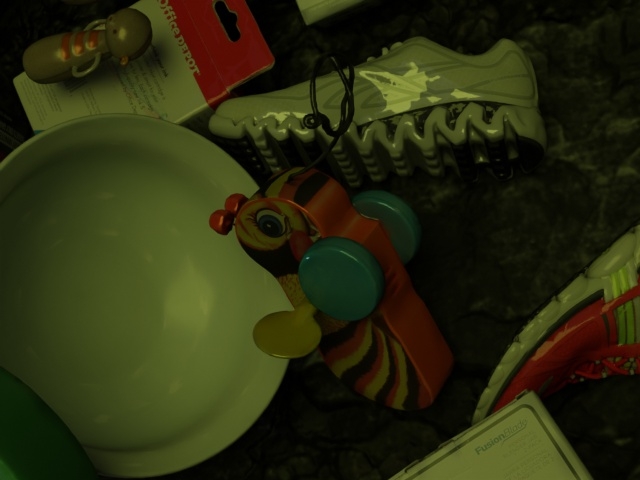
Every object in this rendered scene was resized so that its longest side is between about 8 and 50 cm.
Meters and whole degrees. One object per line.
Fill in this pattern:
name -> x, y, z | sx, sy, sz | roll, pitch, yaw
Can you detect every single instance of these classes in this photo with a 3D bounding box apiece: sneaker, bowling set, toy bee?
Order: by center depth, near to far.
sneaker -> 0.238, 0.073, 0.944 | 0.279, 0.107, 0.118 | -43, 79, 6
toy bee -> 0.000, 0.000, 0.981 | 0.162, 0.195, 0.298 | -3, 99, 35
sneaker -> 0.049, -0.114, 1.047 | 0.292, 0.110, 0.118 | -1, 69, 8
bowling set -> -0.207, -0.295, 1.055 | 0.154, 0.200, 0.287 | -12, 50, 25

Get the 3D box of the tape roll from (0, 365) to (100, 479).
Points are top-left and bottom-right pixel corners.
tape roll -> -0.313, 0.227, 0.913 | 0.321, 0.077, 0.321 | 7, 112, 17

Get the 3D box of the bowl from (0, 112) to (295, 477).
bowl -> -0.176, 0.052, 1.019 | 0.298, 0.134, 0.297 | 6, 76, -28

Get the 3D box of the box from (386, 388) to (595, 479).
box -> 0.155, 0.265, 0.796 | 0.169, 0.087, 0.290 | -35, 72, 6

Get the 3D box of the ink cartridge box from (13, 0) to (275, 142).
ink cartridge box -> -0.154, -0.145, 1.117 | 0.231, 0.078, 0.134 | -29, 71, 8

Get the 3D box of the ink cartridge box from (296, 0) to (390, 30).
ink cartridge box -> 0.004, -0.309, 1.088 | 0.109, 0.062, 0.209 | -21, 90, 11

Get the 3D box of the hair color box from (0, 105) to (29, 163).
hair color box -> -0.365, 0.034, 1.087 | 0.105, 0.174, 0.347 | 1, 78, 15
